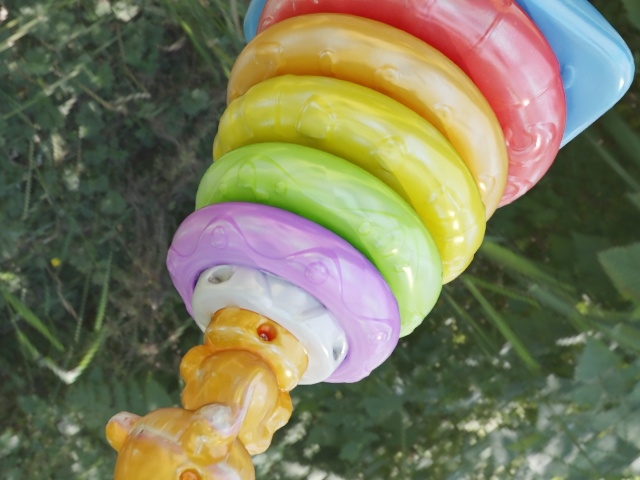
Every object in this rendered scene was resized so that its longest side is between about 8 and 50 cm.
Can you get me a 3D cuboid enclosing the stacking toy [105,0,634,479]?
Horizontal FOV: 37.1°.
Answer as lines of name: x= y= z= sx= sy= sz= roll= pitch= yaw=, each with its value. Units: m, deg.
stacking toy: x=0.000 y=0.000 z=0.419 sx=0.166 sy=0.175 sz=0.302 roll=-42 pitch=-163 yaw=56
